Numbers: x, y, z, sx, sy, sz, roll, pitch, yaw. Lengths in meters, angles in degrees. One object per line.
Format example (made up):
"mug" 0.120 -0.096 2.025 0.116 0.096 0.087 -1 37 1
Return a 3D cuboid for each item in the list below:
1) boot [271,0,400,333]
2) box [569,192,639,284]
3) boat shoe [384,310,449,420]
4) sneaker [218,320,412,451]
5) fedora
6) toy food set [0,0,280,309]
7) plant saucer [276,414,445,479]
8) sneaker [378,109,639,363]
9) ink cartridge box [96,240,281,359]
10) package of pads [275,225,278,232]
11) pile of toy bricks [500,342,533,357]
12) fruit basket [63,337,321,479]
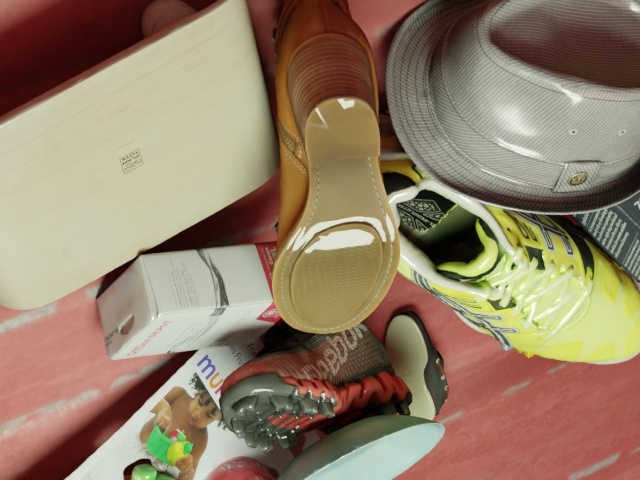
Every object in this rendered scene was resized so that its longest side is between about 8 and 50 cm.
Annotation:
"boot" -0.003 -0.081 1.622 0.109 0.220 0.283 -7 131 -3
"box" 0.296 -0.087 1.798 0.153 0.207 0.108 -39 164 -14
"boat shoe" 0.099 0.123 1.933 0.042 0.049 0.133 -47 134 -40
"sneaker" -0.019 0.118 1.760 0.098 0.135 0.276 -30 164 26
"fedora" 0.205 -0.152 1.669 0.275 0.243 0.124 6 152 -12
"toy food set" -0.178 -0.091 1.580 0.306 0.092 0.219 -30 143 -14
"plant saucer" 0.023 0.206 1.773 0.195 0.037 0.195 -25 161 -9
"sneaker" 0.160 0.028 1.772 0.385 0.147 0.145 28 106 -23
"ink cartridge box" -0.110 0.053 1.691 0.150 0.063 0.109 -5 159 -33
"package of pads" 0.000 0.000 1.788 0.050 0.032 0.083 -46 134 -5
"pile of toy bricks" 0.226 0.056 1.932 0.118 0.105 0.212 -30 131 -16
"fruit basket" -0.119 0.298 1.808 0.353 0.165 0.327 -40 127 -18
